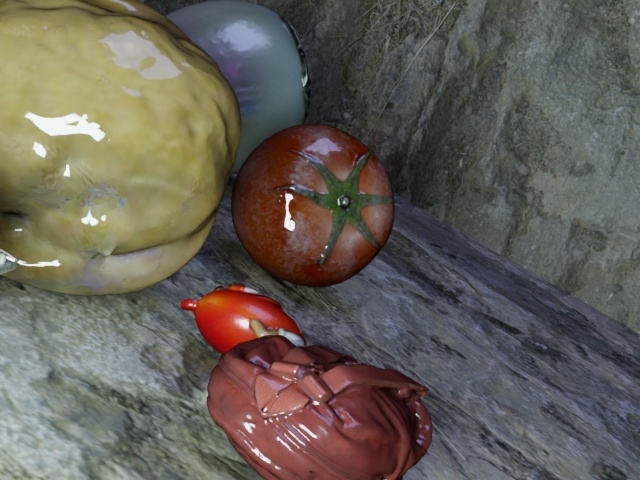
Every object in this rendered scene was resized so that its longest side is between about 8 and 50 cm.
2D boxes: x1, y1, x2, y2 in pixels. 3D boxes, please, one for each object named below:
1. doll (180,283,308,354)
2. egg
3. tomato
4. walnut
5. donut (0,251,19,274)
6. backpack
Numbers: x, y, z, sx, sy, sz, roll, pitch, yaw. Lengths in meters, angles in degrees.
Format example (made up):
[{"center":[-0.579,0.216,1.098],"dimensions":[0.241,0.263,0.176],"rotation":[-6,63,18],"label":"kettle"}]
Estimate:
[{"center":[-0.060,0.116,1.129],"dimensions":[0.217,0.085,0.183],"rotation":[27,-16,14],"label":"doll"},{"center":[-0.250,-0.300,1.964],"dimensions":[0.339,0.355,0.354],"rotation":[-14,36,-34],"label":"egg"},{"center":[-0.021,-0.056,1.577],"dimensions":[0.265,0.265,0.265],"rotation":[27,12,-6],"label":"tomato"},{"center":[-0.283,-0.118,1.113],"dimensions":[0.383,0.384,0.383],"rotation":[27,12,-6],"label":"walnut"},{"center":[-0.437,-0.042,0.726],"dimensions":[0.307,0.150,0.371],"rotation":[48,15,12],"label":"donut"},{"center":[-0.007,0.164,0.915],"dimensions":[0.229,0.139,0.229],"rotation":[30,8,-4],"label":"backpack"}]
